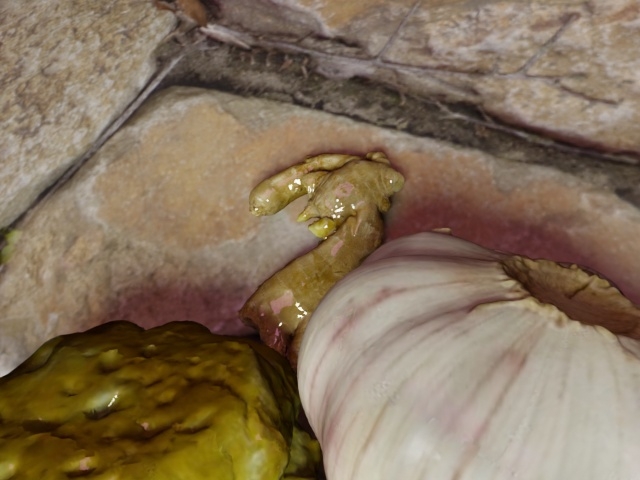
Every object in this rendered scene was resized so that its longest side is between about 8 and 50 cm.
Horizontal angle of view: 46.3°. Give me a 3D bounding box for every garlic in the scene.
[{"bbox_3d":[0.089,0.134,0.403,0.245,0.245,0.253,29,104,32],"label":"garlic"}]

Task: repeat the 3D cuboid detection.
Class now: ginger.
[{"bbox_3d":[0.000,0.000,0.589,0.176,0.052,0.193,-40,53,-1],"label":"ginger"}]

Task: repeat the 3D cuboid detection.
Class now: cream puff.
[{"bbox_3d":[-0.115,0.150,0.443,0.244,0.196,0.244,-30,9,5],"label":"cream puff"}]
